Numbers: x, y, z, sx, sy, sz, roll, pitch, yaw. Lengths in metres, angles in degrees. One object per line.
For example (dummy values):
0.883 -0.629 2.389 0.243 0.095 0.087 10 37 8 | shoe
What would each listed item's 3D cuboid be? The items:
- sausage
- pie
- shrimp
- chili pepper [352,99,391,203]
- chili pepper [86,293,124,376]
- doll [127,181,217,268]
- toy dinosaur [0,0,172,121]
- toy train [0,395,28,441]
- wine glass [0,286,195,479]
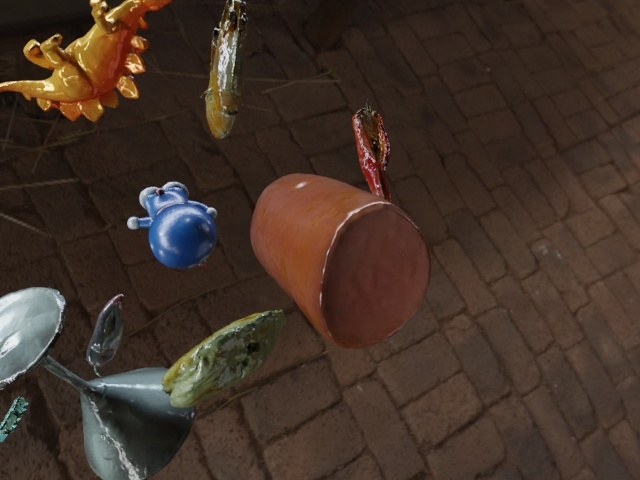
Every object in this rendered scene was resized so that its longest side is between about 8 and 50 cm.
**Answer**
0.000 0.000 0.510 0.114 0.259 0.113 -4 104 -17 | sausage
-0.155 0.193 0.923 0.089 0.201 0.248 56 27 6 | pie
-0.153 -0.267 0.889 0.051 0.115 0.216 -5 113 -37 | shrimp
0.073 -0.105 0.753 0.045 0.027 0.178 -1 68 -28 | chili pepper
-0.383 0.171 1.022 0.050 0.041 0.153 18 92 -50 | chili pepper
-0.361 -0.037 1.417 0.216 0.161 0.256 -22 48 -11 | doll
-0.277 -0.199 0.673 0.117 0.289 0.070 47 21 -41 | toy dinosaur
-0.579 0.333 1.067 0.029 0.045 0.092 40 13 -21 | toy train
-0.456 0.279 1.088 0.406 0.267 0.267 60 39 -48 | wine glass
